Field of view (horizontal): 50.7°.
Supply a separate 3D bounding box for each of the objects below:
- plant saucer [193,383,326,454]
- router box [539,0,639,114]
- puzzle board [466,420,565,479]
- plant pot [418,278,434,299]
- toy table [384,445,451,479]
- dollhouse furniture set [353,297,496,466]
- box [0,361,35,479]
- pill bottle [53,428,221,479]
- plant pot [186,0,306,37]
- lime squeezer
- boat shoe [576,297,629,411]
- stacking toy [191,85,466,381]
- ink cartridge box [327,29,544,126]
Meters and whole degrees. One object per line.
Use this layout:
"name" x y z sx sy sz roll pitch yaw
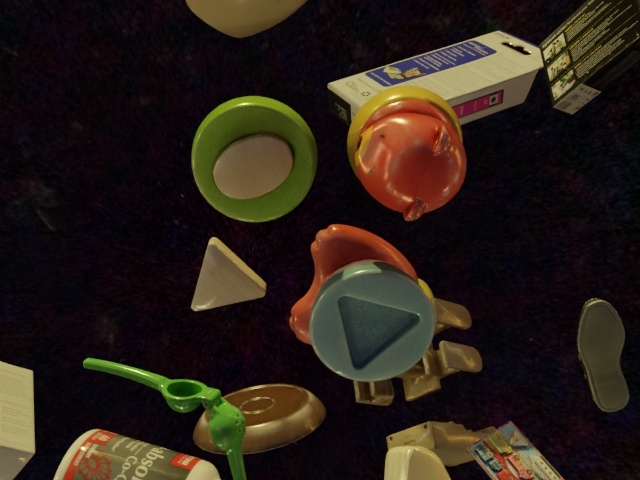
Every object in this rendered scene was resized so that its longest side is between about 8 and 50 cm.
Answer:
"plant saucer" -0.144 0.400 1.566 0.311 0.310 0.050 -9 99 -6
"router box" 0.416 -0.296 1.016 0.046 0.179 0.133 13 58 -24
"puzzle board" 0.289 0.331 0.981 0.096 0.011 0.128 -20 53 -30
"plant pot" 0.271 0.183 1.909 0.134 0.095 0.134 -5 107 -17
"toy table" 0.101 0.291 0.483 0.161 0.274 0.252 23 50 -29
"dollhouse furniture set" 0.189 0.249 1.155 0.161 0.212 0.242 17 53 -37
"box" -0.495 0.256 0.973 0.130 0.170 0.091 31 106 -36
"pill bottle" -0.325 0.520 1.336 0.363 0.210 0.210 13 85 9
"plant pot" -0.159 -0.513 1.319 0.284 0.284 0.191 35 116 -3
"lime squeezer" -0.162 0.225 0.864 0.310 0.059 0.110 42 127 3
"boat shoe" 0.506 0.200 1.229 0.081 0.068 0.227 -12 110 9
"stacking toy" 0.000 0.000 0.680 0.280 0.130 0.308 6 112 -5
"ink cartridge box" 0.214 -0.266 1.159 0.371 0.176 0.069 -23 131 -17
